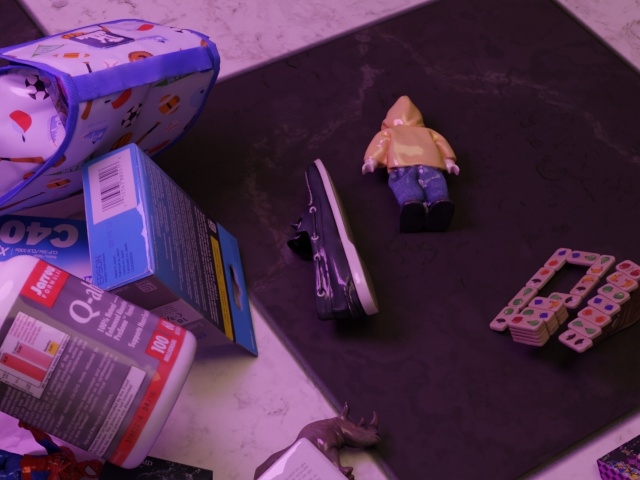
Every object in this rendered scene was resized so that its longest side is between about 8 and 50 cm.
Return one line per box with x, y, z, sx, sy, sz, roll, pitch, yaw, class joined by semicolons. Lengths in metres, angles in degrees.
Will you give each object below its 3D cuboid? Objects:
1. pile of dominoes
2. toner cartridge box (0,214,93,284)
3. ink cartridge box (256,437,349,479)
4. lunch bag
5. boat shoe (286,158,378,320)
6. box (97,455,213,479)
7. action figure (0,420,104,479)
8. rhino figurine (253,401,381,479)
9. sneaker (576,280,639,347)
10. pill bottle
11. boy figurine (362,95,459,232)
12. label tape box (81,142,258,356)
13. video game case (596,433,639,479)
0.411;0.084;2.070;0.196;0.040;0.251;8;40;43;pile of dominoes
-0.451;0.044;2.045;0.347;0.075;0.165;4;50;-3;toner cartridge box
0.018;0.500;1.592;0.285;0.166;0.395;-41;62;-13;ink cartridge box
-0.383;-0.213;1.997;0.328;0.385;0.239;-24;91;-45;lunch bag
0.001;0.003;2.108;0.113;0.127;0.340;-22;54;5;boat shoe
-0.245;0.393;1.752;0.156;0.093;0.158;12;48;4;box
-0.450;0.308;1.779;0.280;0.139;0.091;3;50;-7;action figure
0.003;0.321;1.856;0.106;0.073;0.243;40;54;22;rhino figurine
0.496;0.113;2.094;0.066;0.071;0.188;39;56;25;sneaker
-0.370;0.146;1.701;0.363;0.210;0.210;27;49;-8;pill bottle
0.158;-0.147;2.272;0.177;0.092;0.285;-5;49;-10;boy figurine
-0.233;0.038;1.949;0.106;0.334;0.241;-22;56;15;label tape box
0.562;0.331;1.841;0.210;0.042;0.232;-24;20;-20;video game case
